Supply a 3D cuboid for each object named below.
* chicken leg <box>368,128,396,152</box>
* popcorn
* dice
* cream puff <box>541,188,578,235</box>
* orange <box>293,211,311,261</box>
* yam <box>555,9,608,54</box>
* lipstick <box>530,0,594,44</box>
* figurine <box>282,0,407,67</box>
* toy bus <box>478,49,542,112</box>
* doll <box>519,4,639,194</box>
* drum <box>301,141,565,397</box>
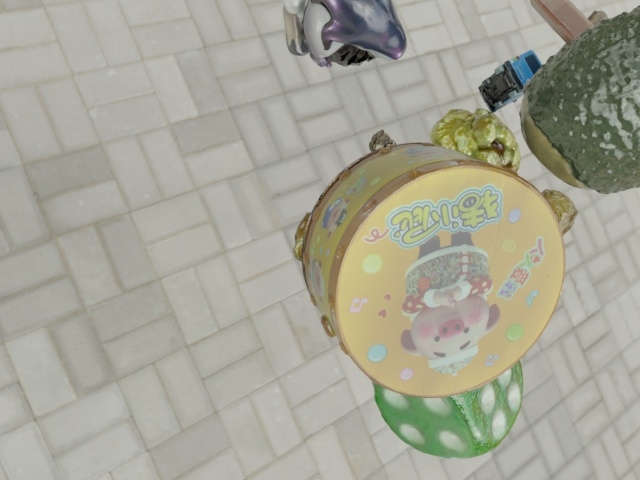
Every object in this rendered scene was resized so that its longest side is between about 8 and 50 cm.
[{"bbox_3d":[0.177,-0.232,1.686,0.196,0.081,0.125,-69,146,-44],"label":"chicken leg"},{"bbox_3d":[0.455,-0.265,1.707,0.277,0.277,0.225,-32,118,-30],"label":"popcorn"},{"bbox_3d":[0.329,0.366,1.537,0.287,0.300,0.297,-41,116,-42],"label":"dice"},{"bbox_3d":[0.703,-0.056,1.900,0.244,0.244,0.196,-30,50,-29],"label":"cream puff"},{"bbox_3d":[0.000,0.000,1.609,0.170,0.160,0.112,-51,125,-13],"label":"orange"},{"bbox_3d":[0.568,-0.430,1.329,0.046,0.046,0.264,48,68,-12],"label":"yam"},{"bbox_3d":[0.439,-0.411,1.078,0.045,0.045,0.145,38,24,-57],"label":"lipstick"},{"bbox_3d":[0.030,-0.316,0.815,0.146,0.222,0.145,-19,126,-28],"label":"figurine"},{"bbox_3d":[0.489,-0.404,1.517,0.106,0.185,0.090,-29,89,-7],"label":"toy bus"},{"bbox_3d":[0.458,-0.222,0.821,0.247,0.349,0.247,26,44,-27],"label":"doll"},{"bbox_3d":[0.191,0.044,1.035,0.432,0.214,0.430,-5,109,-13],"label":"drum"}]
